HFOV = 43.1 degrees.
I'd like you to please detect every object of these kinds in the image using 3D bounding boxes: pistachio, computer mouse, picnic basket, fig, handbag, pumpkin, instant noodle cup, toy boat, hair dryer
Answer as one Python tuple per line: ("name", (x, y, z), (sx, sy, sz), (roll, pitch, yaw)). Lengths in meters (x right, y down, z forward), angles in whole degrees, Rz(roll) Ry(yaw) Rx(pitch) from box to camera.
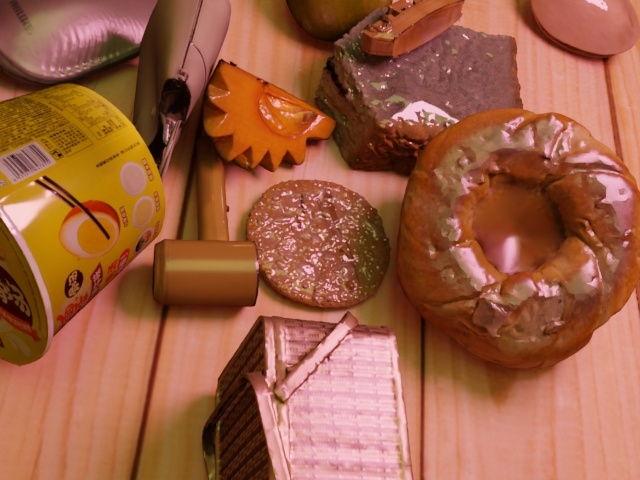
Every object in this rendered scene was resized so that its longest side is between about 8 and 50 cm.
("pistachio", (0.486, -0.428, 1.500), (0.223, 0.126, 0.152), (31, 91, -2))
("computer mouse", (-0.360, -0.350, 1.243), (0.330, 0.095, 0.197), (-31, 77, -28))
("picnic basket", (-0.025, 0.254, 0.899), (0.175, 0.228, 0.313), (7, 58, -19))
("fig", (0.026, -0.435, 1.351), (0.181, 0.191, 0.181), (-14, 36, 10))
("handbag", (-0.218, -0.197, 1.107), (0.109, 0.241, 0.315), (22, 51, -15))
("pumpkin", (-0.115, -0.185, 1.205), (0.149, 0.130, 0.254), (33, 11, 39))
("instant noodle cup", (-0.344, -0.035, 0.963), (0.311, 0.311, 0.221), (41, 48, 10))
("toy boat", (0.141, -0.337, 1.236), (0.072, 0.064, 0.206), (37, 54, 27))
("hair dryer", (-0.163, -0.033, 1.126), (0.134, 0.090, 0.279), (1, 54, -12))

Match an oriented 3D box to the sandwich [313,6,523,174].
("sandwich", (0.158, -0.234, 1.291), (0.325, 0.131, 0.262), (10, 60, -8))

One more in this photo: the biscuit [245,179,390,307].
("biscuit", (0.000, 0.001, 1.171), (0.219, 0.033, 0.220), (7, 60, -13))

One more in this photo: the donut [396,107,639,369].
("donut", (0.272, 0.001, 1.118), (0.360, 0.170, 0.361), (0, 83, 2))
